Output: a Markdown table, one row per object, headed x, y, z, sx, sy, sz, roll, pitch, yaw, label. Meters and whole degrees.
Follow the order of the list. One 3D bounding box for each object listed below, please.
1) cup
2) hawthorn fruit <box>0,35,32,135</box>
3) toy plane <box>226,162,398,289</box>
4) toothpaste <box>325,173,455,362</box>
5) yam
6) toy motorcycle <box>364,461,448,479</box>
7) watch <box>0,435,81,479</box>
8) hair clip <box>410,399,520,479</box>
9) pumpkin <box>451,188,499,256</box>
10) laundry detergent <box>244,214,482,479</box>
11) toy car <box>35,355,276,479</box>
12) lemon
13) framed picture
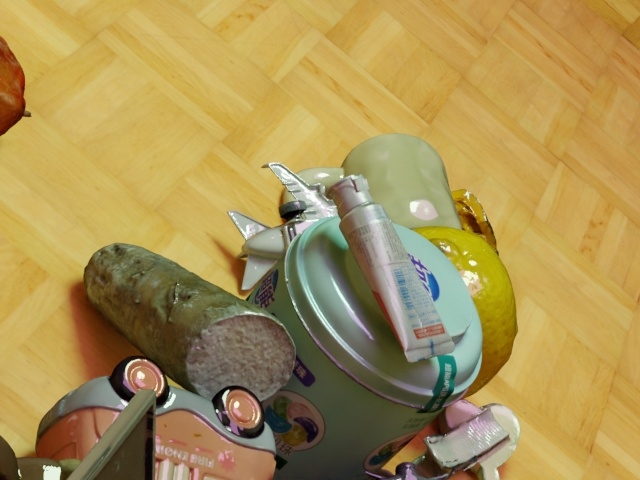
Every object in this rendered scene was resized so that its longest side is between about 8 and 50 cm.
| x | y | z | sx | sy | sz | roll | pitch | yaw | label |
| --- | --- | --- | --- | --- | --- | --- | --- | --- | --- |
| 0.088 | -0.057 | 2.365 | 0.255 | 0.173 | 0.202 | 23 | 36 | -27 | cup |
| -0.462 | -0.208 | 1.988 | 0.179 | 0.173 | 0.173 | 41 | 33 | 0 | hawthorn fruit |
| 0.001 | -0.001 | 2.204 | 0.255 | 0.101 | 0.251 | -7 | 76 | -18 | toy plane |
| 0.080 | 0.033 | 1.807 | 0.089 | 0.057 | 0.234 | -9 | 64 | -47 | toothpaste |
| -0.178 | 0.089 | 1.879 | 0.133 | 0.133 | 0.330 | 5 | 18 | -43 | yam |
| 0.038 | 0.340 | 1.871 | 0.263 | 0.157 | 0.091 | -12 | 62 | -50 | toy motorcycle |
| -0.371 | 0.335 | 1.384 | 0.335 | 0.314 | 0.326 | 27 | 47 | -41 | watch |
| 0.214 | 0.295 | 2.183 | 0.218 | 0.071 | 0.159 | -21 | 69 | -48 | hair clip |
| 0.225 | 0.019 | 2.476 | 0.183 | 0.119 | 0.107 | -88 | 159 | -44 | pumpkin |
| 0.031 | 0.139 | 1.958 | 0.287 | 0.305 | 0.287 | 26 | 36 | -21 | laundry detergent |
| -0.183 | 0.272 | 1.714 | 0.271 | 0.180 | 0.212 | 21 | 49 | -28 | toy car |
| 0.163 | 0.104 | 2.178 | 0.234 | 0.288 | 0.233 | -1 | 44 | 1 | lemon |
| -0.202 | 0.330 | 1.499 | 0.024 | 0.314 | 0.232 | 7 | 18 | 11 | framed picture |
